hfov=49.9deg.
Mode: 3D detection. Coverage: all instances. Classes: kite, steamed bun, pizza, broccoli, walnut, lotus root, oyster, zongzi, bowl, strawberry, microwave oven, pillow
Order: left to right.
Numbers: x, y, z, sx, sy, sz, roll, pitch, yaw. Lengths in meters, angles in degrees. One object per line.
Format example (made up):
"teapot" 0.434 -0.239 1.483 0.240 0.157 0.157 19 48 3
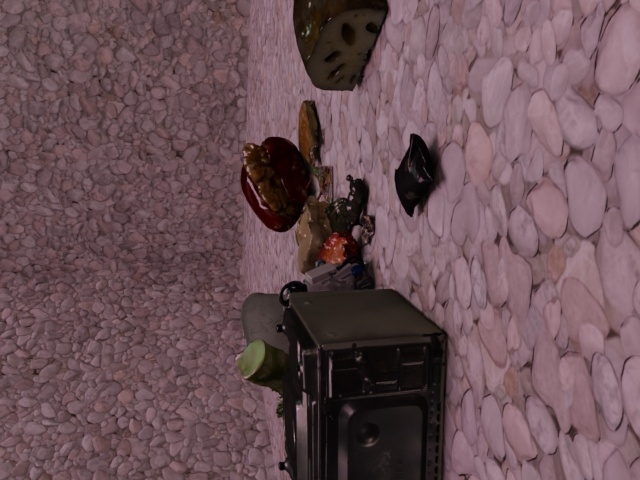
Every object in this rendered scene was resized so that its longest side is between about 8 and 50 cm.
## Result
"walnut" -0.139 -0.176 2.116 0.269 0.221 0.244 63 -170 22
"bowl" -0.083 0.267 2.044 0.313 0.146 0.313 46 -154 -30
"broccoli" -0.025 0.290 1.503 0.361 0.251 0.221 62 -162 -57
"pizza" -0.031 -0.309 2.007 0.262 0.034 0.181 -113 22 -59
"kite" -0.001 -0.121 1.906 0.244 0.006 0.198 117 140 -51
"steamed bun" 0.000 0.000 1.784 0.178 0.106 0.192 -101 22 -50
"lotus root" 0.024 -0.498 1.449 0.267 0.149 0.261 119 145 -63
"zongzi" 0.055 -0.040 1.641 0.109 0.055 0.119 147 108 -74
"strawberry" 0.055 0.053 1.624 0.121 0.082 0.188 57 144 29
"microwave oven" 0.055 0.314 1.252 0.333 0.246 0.395 -135 43 -74
"oyster" 0.100 -0.027 1.495 0.083 0.019 0.054 105 159 -55
"pillow" 0.155 -0.108 1.148 0.150 0.048 0.091 107 166 -68

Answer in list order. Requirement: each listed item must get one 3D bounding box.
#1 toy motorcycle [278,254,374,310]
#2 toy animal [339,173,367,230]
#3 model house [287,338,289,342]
"toy motorcycle" 0.015 0.118 1.494 0.102 0.221 0.150 41 147 51
"toy animal" 0.075 -0.076 1.540 0.065 0.047 0.136 -120 34 -49
"model house" -0.002 0.212 1.778 0.188 0.122 0.229 -57 -19 -36
